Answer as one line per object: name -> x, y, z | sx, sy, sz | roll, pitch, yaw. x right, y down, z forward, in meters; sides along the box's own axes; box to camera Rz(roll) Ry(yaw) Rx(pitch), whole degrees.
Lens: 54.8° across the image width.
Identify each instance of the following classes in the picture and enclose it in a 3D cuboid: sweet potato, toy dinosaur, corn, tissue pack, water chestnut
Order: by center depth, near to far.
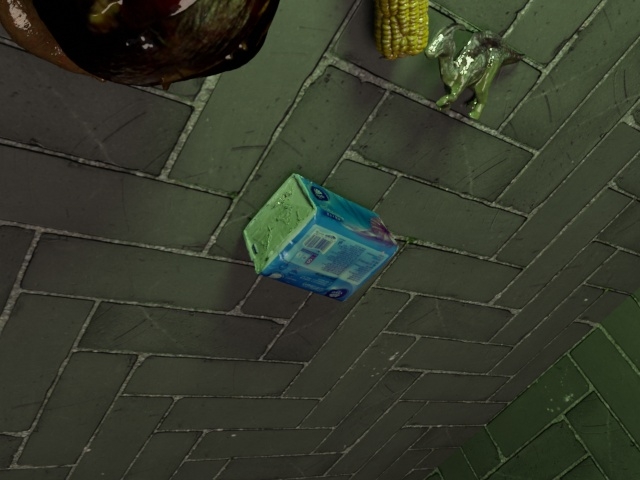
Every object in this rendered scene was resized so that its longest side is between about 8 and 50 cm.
water chestnut -> -0.206, -0.343, 0.712 | 0.335, 0.335, 0.347 | -43, 173, 18
sweet potato -> -0.390, -0.285, 0.876 | 0.068, 0.068, 0.226 | -31, 153, 5
corn -> 0.120, -0.423, 0.981 | 0.101, 0.101, 0.292 | -22, 135, -6
toy dinosaur -> 0.286, -0.316, 1.165 | 0.294, 0.077, 0.162 | -18, 131, -50
tissue pack -> 0.000, 0.000, 1.316 | 0.263, 0.146, 0.198 | 21, 122, -42
